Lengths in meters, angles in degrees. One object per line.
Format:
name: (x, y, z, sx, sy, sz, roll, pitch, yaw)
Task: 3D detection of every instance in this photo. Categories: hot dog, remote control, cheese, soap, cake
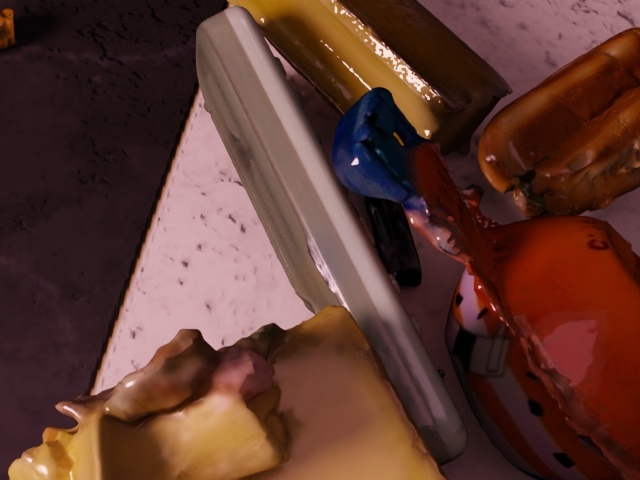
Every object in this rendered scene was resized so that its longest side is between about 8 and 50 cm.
hot dog: (0.231, -0.097, 0.666, 0.269, 0.072, 0.115, -31, 49, -31)
remote control: (0.055, -0.011, 0.640, 0.039, 0.014, 0.096, 7, 59, -40)
cheese: (0.132, 0.036, 0.536, 0.329, 0.129, 0.217, 45, 23, -17)
soap: (0.031, -0.161, 0.647, 0.233, 0.076, 0.135, 48, 33, 12)
remote control: (0.000, 0.000, 0.575, 0.065, 0.128, 0.335, -26, 72, -2)
cake: (-0.032, 0.177, 0.402, 0.222, 0.286, 0.227, -28, 73, -19)

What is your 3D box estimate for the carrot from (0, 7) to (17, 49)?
carrot: (-0.313, -0.140, 0.635, 0.171, 0.042, 0.042, -21, 71, -20)
